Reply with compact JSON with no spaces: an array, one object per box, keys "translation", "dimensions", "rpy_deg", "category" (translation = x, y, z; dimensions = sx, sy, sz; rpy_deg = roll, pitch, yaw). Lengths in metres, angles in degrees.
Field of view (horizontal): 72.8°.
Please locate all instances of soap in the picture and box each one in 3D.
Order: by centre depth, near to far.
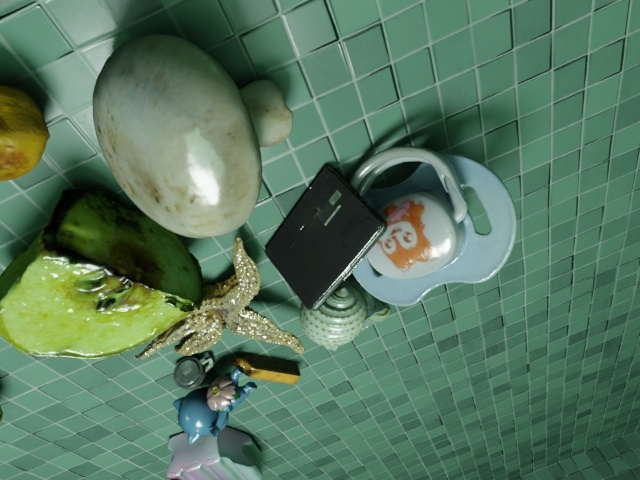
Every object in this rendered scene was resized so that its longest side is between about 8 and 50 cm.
[{"translation":[-0.263,0.625,1.190],"dimensions":[0.192,0.109,0.324],"rpy_deg":[-18,131,-1],"category":"soap"}]

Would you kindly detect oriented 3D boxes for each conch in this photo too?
[{"translation":[0.034,0.138,0.860],"dimensions":[0.172,0.131,0.200],"rpy_deg":[-26,166,-27],"category":"conch"}]

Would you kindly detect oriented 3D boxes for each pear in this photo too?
[{"translation":[-0.345,0.077,0.672],"dimensions":[0.255,0.164,0.238],"rpy_deg":[-42,131,22],"category":"pear"}]

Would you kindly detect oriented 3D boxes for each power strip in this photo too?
[{"translation":[-0.122,0.293,0.993],"dimensions":[0.178,0.049,0.028],"rpy_deg":[20,115,-30],"category":"power strip"}]

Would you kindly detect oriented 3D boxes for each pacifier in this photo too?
[{"translation":[0.185,-0.028,0.751],"dimensions":[0.299,0.244,0.233],"rpy_deg":[-25,168,33],"category":"pacifier"}]

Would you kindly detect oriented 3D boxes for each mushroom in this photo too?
[{"translation":[-0.146,-0.134,0.547],"dimensions":[0.243,0.244,0.244],"rpy_deg":[-9,131,-10],"category":"mushroom"}]

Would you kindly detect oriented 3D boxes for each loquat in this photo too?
[{"translation":[-0.394,-0.131,0.503],"dimensions":[0.137,0.137,0.113],"rpy_deg":[6,131,-22],"category":"loquat"}]

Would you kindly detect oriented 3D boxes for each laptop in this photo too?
[{"translation":[0.000,0.000,0.726],"dimensions":[0.026,0.154,0.207],"rpy_deg":[-2,137,-54],"category":"laptop"}]

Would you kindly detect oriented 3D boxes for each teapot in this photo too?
[{"translation":[-0.269,0.283,0.940],"dimensions":[0.088,0.066,0.057],"rpy_deg":[-38,154,-13],"category":"teapot"}]

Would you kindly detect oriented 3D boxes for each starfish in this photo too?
[{"translation":[-0.215,0.156,0.829],"dimensions":[0.293,0.084,0.302],"rpy_deg":[-21,128,6],"category":"starfish"}]

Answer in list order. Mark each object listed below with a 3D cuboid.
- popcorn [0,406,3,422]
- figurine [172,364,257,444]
[{"translation":[-0.694,0.322,0.776],"dimensions":[0.212,0.198,0.198],"rpy_deg":[1,134,17],"category":"popcorn"},{"translation":[-0.218,0.348,0.942],"dimensions":[0.178,0.114,0.144],"rpy_deg":[-38,169,4],"category":"figurine"}]
